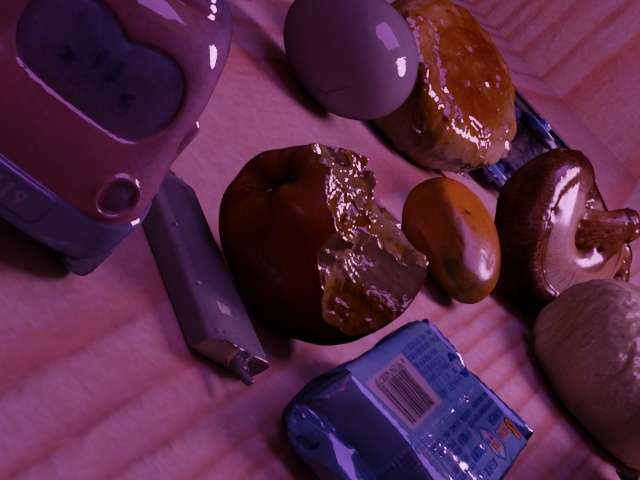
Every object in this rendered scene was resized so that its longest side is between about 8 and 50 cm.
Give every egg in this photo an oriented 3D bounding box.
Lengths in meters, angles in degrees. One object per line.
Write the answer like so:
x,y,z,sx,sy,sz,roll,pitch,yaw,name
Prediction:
0.034,-0.229,1.942,0.146,0.146,0.199,26,19,-49,egg

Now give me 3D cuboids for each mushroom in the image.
0.283,0.000,1.977,0.138,0.194,0.231,24,-38,56,mushroom

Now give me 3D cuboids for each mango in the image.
0.149,0.001,1.779,0.115,0.089,0.165,21,32,-51,mango

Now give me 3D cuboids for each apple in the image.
-0.007,-0.001,1.309,0.158,0.147,0.156,46,47,-22,apple

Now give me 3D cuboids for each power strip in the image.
-0.091,0.029,1.238,0.060,0.027,0.253,33,21,-39,power strip

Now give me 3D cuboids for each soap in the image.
0.071,0.150,1.255,0.156,0.077,0.293,49,18,8,soap

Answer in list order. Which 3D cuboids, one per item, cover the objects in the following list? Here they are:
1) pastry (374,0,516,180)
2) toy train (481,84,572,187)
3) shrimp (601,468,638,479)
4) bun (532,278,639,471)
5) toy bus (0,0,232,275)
0.154,-0.205,2.143,0.236,0.121,0.257,-8,76,-50,pastry
0.243,-0.182,2.393,0.300,0.131,0.202,50,10,12,toy train
0.389,0.365,1.536,0.445,0.085,0.272,42,22,-26,shrimp
0.352,0.143,1.831,0.244,0.153,0.244,35,21,-16,bun
-0.164,-0.141,1.105,0.197,0.232,0.294,39,17,-21,toy bus
